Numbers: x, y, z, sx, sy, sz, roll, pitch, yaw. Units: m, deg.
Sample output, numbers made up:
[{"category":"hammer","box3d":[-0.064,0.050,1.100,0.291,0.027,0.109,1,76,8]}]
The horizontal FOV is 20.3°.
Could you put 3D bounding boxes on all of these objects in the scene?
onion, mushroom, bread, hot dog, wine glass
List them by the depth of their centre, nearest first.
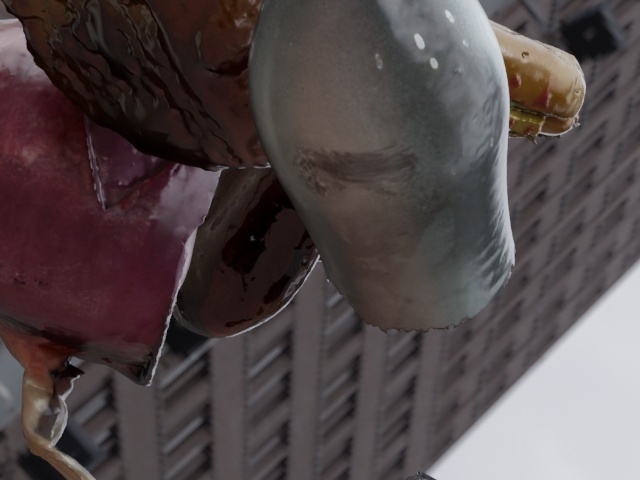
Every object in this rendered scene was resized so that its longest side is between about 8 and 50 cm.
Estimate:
[{"category":"wine glass","box3d":[0.018,-0.065,0.667,0.103,0.103,0.222,25,-33,37]},{"category":"bread","box3d":[-0.073,-0.144,0.961,0.247,0.135,0.232,12,-41,49]},{"category":"onion","box3d":[-0.185,-0.034,1.160,0.230,0.272,0.256,21,-38,-2]},{"category":"hot dog","box3d":[0.098,-0.128,1.338,0.250,0.076,0.104,24,-29,-28]},{"category":"mushroom","box3d":[0.000,0.000,1.447,0.217,0.227,0.148,24,24,-42]}]

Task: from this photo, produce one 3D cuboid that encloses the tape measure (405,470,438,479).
[{"category":"tape measure","box3d":[0.091,0.273,1.181,0.199,0.186,0.112,32,8,2]}]
